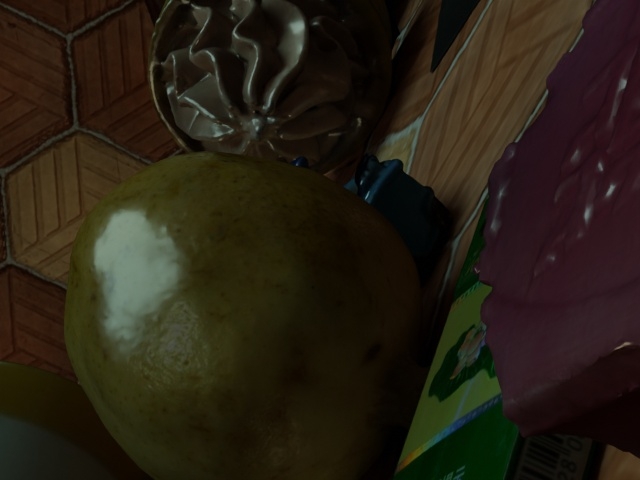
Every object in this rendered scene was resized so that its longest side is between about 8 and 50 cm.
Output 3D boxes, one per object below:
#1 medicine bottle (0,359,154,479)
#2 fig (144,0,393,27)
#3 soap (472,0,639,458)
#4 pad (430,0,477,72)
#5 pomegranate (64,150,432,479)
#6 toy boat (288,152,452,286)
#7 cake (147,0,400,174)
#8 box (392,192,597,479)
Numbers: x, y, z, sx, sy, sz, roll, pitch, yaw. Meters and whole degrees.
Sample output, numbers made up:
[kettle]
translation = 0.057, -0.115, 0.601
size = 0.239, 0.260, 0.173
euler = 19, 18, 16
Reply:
[medicine bottle]
translation = -0.269, 0.254, 1.370
size = 0.238, 0.238, 0.232
euler = -55, 14, 41
[fig]
translation = -0.102, -0.228, 1.508
size = 0.217, 0.321, 0.217
euler = -157, 90, -85
[soap]
translation = 0.129, -0.023, 0.417
size = 0.250, 0.099, 0.162
euler = 135, 152, -63
[pad]
translation = 0.114, -0.209, 1.255
size = 0.116, 0.004, 0.193
euler = -58, 12, 35
[pomegranate]
translation = -0.025, 0.047, 0.846
size = 0.196, 0.196, 0.196
euler = -60, 10, 18
[toy boat]
translation = 0.000, 0.000, 1.028
size = 0.100, 0.097, 0.223
euler = -63, 10, -14
[cake]
translation = -0.034, -0.135, 1.308
size = 0.208, 0.185, 0.178
euler = -49, 15, 14
[box]
translation = 0.074, 0.053, 0.671
size = 0.132, 0.034, 0.235
euler = -47, 18, 60
